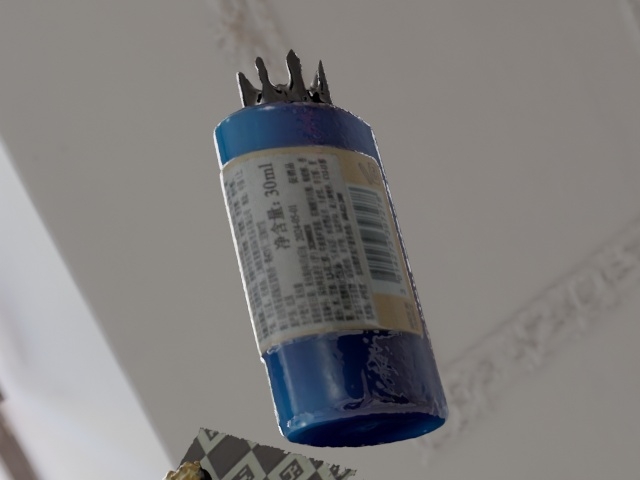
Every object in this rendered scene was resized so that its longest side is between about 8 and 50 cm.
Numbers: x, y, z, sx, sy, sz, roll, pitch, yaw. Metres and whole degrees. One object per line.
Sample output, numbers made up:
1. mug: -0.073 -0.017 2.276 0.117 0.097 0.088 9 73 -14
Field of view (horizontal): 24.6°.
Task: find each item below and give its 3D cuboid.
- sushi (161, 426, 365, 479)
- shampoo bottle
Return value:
1. sushi: -0.116 0.317 1.535 0.290 0.050 0.264 10 -115 49
2. shampoo bottle: 0.000 0.000 0.658 0.087 0.183 0.050 4 152 -37
